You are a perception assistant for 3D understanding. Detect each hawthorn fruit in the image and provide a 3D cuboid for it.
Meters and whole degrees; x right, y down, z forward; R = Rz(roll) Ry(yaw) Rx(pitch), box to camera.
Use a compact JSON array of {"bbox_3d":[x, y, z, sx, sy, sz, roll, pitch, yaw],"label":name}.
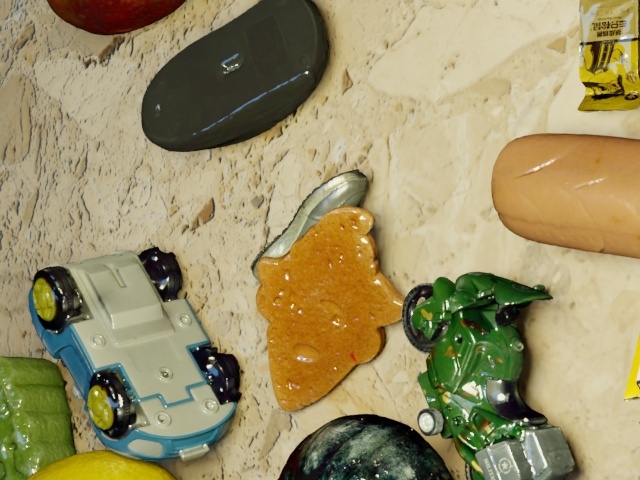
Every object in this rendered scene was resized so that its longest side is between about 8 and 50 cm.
[{"bbox_3d":[-0.261,-0.344,2.021,0.208,0.208,0.248,61,144,24],"label":"hawthorn fruit"}]

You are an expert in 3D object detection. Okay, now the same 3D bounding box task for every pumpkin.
[{"bbox_3d":[0.055,0.299,1.708,0.233,0.163,0.233,33,138,36],"label":"pumpkin"}]

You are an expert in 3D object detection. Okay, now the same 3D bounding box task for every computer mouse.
[{"bbox_3d":[-0.094,-0.193,1.934,0.270,0.086,0.137,-29,63,22],"label":"computer mouse"}]

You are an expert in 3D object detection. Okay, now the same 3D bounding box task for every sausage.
[{"bbox_3d":[0.319,-0.042,1.590,0.304,0.121,0.121,8,90,38],"label":"sausage"}]

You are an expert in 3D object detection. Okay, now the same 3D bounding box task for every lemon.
[{"bbox_3d":[-0.241,0.366,1.911,0.219,0.240,0.240,-10,76,-8],"label":"lemon"}]

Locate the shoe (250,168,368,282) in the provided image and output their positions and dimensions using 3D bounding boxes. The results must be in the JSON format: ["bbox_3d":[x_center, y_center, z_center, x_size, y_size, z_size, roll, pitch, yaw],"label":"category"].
[{"bbox_3d":[0.001,-0.001,1.861,0.194,0.074,0.077,-47,73,27],"label":"shoe"}]

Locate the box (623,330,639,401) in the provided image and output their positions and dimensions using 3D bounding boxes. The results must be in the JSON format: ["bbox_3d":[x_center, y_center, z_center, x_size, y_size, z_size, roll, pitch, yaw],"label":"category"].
[{"bbox_3d":[0.405,0.083,1.523,0.247,0.033,0.129,-15,36,35],"label":"box"}]

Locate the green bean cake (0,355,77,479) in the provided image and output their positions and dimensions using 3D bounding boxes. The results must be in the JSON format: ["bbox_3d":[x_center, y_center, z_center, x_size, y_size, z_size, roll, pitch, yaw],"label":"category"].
[{"bbox_3d":[-0.419,0.298,2.107,0.222,0.125,0.248,-39,64,27],"label":"green bean cake"}]

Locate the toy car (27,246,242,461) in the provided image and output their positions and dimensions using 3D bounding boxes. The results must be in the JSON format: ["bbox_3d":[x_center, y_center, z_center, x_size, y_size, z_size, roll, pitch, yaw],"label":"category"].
[{"bbox_3d":[-0.236,0.149,1.954,0.314,0.198,0.166,57,139,23],"label":"toy car"}]

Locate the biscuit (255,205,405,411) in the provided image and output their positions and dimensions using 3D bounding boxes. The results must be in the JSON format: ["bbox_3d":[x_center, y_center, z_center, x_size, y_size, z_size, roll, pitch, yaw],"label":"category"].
[{"bbox_3d":[0.006,0.081,1.832,0.183,0.043,0.280,24,120,13],"label":"biscuit"}]

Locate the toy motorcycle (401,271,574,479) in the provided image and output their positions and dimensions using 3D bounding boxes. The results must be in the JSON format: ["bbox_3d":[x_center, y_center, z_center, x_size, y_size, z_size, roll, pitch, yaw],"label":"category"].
[{"bbox_3d":[0.187,0.148,1.677,0.187,0.125,0.274,-36,68,39],"label":"toy motorcycle"}]

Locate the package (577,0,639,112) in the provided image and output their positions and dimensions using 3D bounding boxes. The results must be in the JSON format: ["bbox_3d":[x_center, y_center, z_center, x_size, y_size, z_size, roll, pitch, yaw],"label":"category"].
[{"bbox_3d":[0.308,-0.196,1.659,0.071,0.047,0.131,-2,86,34],"label":"package"}]
